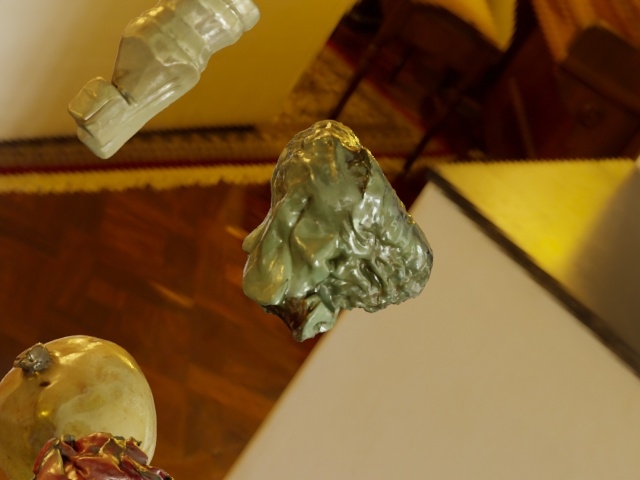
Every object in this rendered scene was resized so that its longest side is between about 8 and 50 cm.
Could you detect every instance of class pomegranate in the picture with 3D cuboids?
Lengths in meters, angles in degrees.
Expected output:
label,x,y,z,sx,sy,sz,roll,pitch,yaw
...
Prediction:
label,x,y,z,sx,sy,sz,roll,pitch,yaw
pomegranate,-0.403,0.306,2.191,0.307,0.307,0.307,27,25,-14

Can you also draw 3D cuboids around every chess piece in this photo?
label,x,y,z,sx,sy,sz,roll,pitch,yaw
chess piece,-0.223,-0.243,1.810,0.137,0.301,0.137,40,-5,4

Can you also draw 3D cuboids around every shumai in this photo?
label,x,y,z,sx,sy,sz,roll,pitch,yaw
shumai,0.002,-0.001,1.540,0.189,0.218,0.256,43,-7,48

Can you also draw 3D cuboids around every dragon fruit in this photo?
label,x,y,z,sx,sy,sz,roll,pitch,yaw
dragon fruit,-0.306,0.381,1.759,0.234,0.234,0.293,31,19,-5
